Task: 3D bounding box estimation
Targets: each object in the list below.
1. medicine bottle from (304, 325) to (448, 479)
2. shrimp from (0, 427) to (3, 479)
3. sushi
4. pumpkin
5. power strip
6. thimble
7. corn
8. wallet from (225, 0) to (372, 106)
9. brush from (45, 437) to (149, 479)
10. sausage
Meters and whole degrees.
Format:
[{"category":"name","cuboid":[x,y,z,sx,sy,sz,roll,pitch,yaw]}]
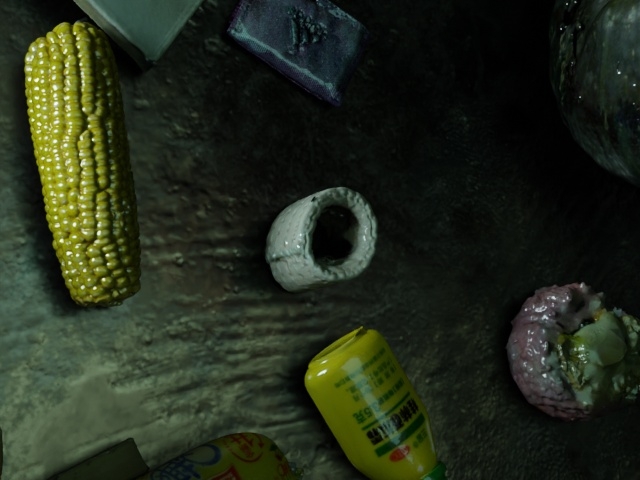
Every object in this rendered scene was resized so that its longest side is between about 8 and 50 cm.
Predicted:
[{"category":"medicine bottle","cuboid":[0.094,0.246,1.304,0.111,0.076,0.308,-33,96,-24]},{"category":"shrimp","cuboid":[-0.363,0.236,1.061,0.145,0.061,0.267,8,72,-37]},{"category":"sushi","cuboid":[0.343,0.163,1.449,0.241,0.107,0.161,40,66,-16]},{"category":"pumpkin","cuboid":[0.485,-0.261,1.422,0.344,0.454,0.454,14,72,-37]},{"category":"power strip","cuboid":[-0.219,-0.317,1.266,0.213,0.065,0.198,48,58,-27]},{"category":"thimble","cuboid":[0.000,0.000,1.302,0.115,0.090,0.102,-36,100,-32]},{"category":"corn","cuboid":[-0.243,-0.086,1.179,0.102,0.101,0.310,-3,81,-30]},{"category":"wallet","cuboid":[-0.026,-0.244,1.378,0.166,0.030,0.111,32,70,-18]},{"category":"brush","cuboid":[-0.272,0.255,1.096,0.248,0.036,0.043,-23,80,-42]},{"category":"sausage","cuboid":[-0.160,0.290,1.122,0.347,0.123,0.123,-24,91,-33]}]
